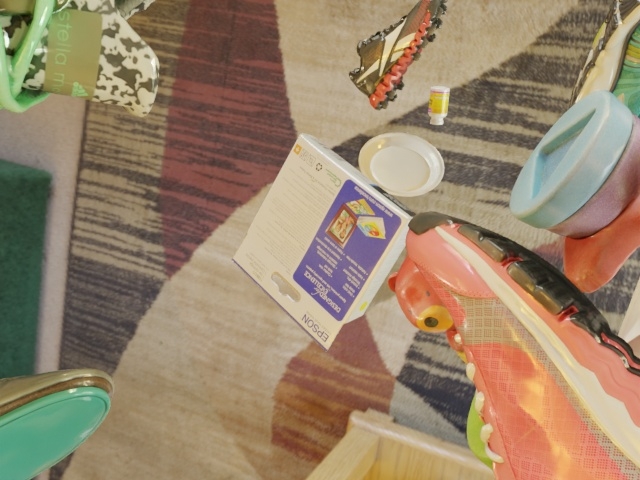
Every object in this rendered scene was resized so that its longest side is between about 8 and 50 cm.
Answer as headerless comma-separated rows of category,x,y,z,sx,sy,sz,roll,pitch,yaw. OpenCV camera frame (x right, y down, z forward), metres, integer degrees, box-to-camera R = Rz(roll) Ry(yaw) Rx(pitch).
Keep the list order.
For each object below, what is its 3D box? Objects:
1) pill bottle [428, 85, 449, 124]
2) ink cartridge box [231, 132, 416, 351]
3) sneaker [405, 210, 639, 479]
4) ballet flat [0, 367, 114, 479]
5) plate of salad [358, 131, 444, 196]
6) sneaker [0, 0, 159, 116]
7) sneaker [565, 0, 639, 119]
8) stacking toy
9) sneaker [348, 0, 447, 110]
pill bottle,0.270,-0.309,1.463,0.044,0.043,0.083,11,112,22
ink cartridge box,0.000,0.000,1.242,0.304,0.072,0.307,41,114,28
sneaker,0.139,0.110,0.400,0.136,0.116,0.314,-49,62,18
ballet flat,-0.208,0.122,0.355,0.213,0.072,0.068,-41,53,6
plate of salad,0.188,-0.180,1.488,0.200,0.048,0.199,10,142,8
sneaker,-0.159,-0.118,0.284,0.182,0.410,0.158,46,153,-4
sneaker,0.366,-0.224,0.701,0.110,0.275,0.107,18,62,10
stacking toy,0.171,0.024,0.547,0.130,0.279,0.309,32,120,-4
sneaker,0.154,-0.415,1.353,0.135,0.097,0.276,38,125,3
